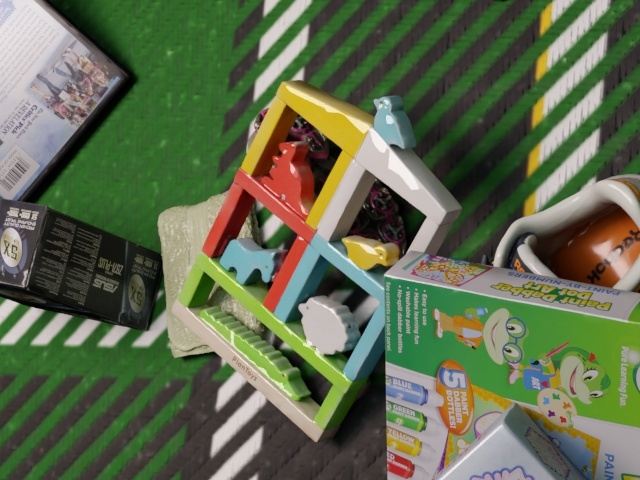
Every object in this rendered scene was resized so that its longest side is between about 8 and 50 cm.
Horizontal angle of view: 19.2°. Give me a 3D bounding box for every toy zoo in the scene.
[{"bbox_3d":[0.000,0.000,1.602,0.192,0.030,0.293,39,118,24],"label":"toy zoo"}]

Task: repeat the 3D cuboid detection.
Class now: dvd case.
[{"bbox_3d":[-0.333,-0.179,1.866,0.253,0.022,0.180,42,102,2],"label":"dvd case"}]

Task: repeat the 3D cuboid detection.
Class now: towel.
[{"bbox_3d":[-0.099,0.029,1.731,0.110,0.027,0.148,-17,68,27],"label":"towel"}]

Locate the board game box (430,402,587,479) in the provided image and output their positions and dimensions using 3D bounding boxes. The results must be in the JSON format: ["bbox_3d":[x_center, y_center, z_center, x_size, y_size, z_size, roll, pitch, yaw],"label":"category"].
[{"bbox_3d":[0.133,0.341,1.388,0.318,0.066,0.318,46,106,4],"label":"board game box"}]

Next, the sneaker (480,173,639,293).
[{"bbox_3d":[0.163,0.073,1.492,0.126,0.127,0.321,45,104,32],"label":"sneaker"}]

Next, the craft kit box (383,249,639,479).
[{"bbox_3d":[0.168,0.148,1.417,0.246,0.061,0.250,9,115,24],"label":"craft kit box"}]

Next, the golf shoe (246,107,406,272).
[{"bbox_3d":[0.006,-0.034,1.668,0.186,0.067,0.086,48,147,21],"label":"golf shoe"}]

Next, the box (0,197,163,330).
[{"bbox_3d":[-0.258,0.018,1.743,0.147,0.180,0.078,9,81,33],"label":"box"}]
